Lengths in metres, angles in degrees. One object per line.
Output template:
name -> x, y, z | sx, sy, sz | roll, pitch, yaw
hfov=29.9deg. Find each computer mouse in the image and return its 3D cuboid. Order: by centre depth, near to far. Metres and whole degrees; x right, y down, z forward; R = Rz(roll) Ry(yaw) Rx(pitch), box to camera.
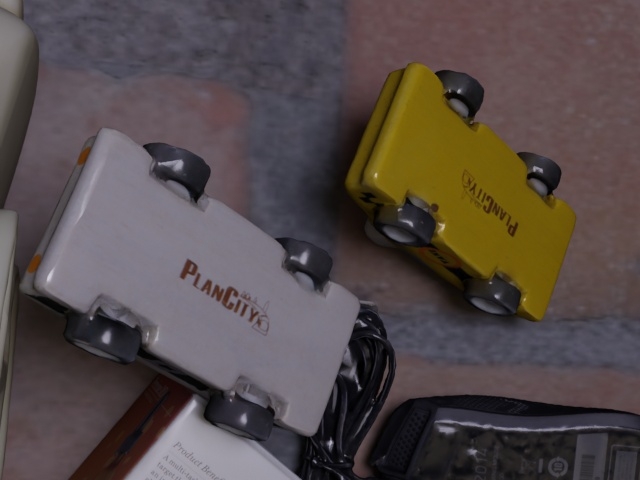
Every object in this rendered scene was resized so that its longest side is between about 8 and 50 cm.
computer mouse -> 0.112, 0.149, 0.766 | 0.272, 0.072, 0.189 | 10, 91, -3

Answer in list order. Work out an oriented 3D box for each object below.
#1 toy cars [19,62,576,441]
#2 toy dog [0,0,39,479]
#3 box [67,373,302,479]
toy cars -> 0.000, 0.000, 0.662 | 0.393, 0.087, 0.176 | -19, 105, -43
toy dog -> -0.341, -0.009, 0.531 | 0.407, 0.284, 0.395 | 5, 90, -13
box -> -0.101, 0.169, 0.672 | 0.091, 0.130, 0.170 | 42, 81, -11
